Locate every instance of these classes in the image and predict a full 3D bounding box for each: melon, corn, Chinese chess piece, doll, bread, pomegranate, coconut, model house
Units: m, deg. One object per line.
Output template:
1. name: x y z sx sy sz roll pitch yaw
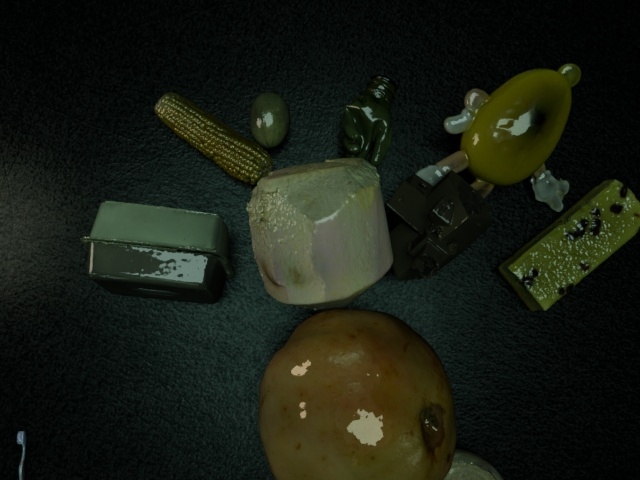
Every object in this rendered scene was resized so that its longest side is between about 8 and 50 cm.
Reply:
1. melon: -0.118 -0.280 1.133 0.098 0.098 0.130 1 90 -3
2. corn: -0.244 -0.235 1.127 0.320 0.097 0.097 35 84 3
3. Chinese chess piece: 0.295 0.589 1.069 0.250 0.103 0.249 0 83 -3
4. doll: 0.417 -0.191 1.127 0.424 0.161 0.347 -17 107 -4
5. bread: 0.605 0.006 1.148 0.361 0.077 0.138 -38 88 -5
6. pomegranate: 0.066 0.339 0.959 0.412 0.411 0.410 0 85 -3
7. coconut: 0.000 0.000 1.003 0.298 0.297 0.309 -10 104 -4
8. model house: 0.216 -0.020 1.004 0.204 0.243 0.211 40 124 -3

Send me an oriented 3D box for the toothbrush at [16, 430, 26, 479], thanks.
1. toothbrush: -0.663 0.520 1.074 0.019 0.013 0.193 -3 85 4

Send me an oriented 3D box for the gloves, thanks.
1. gloves: 0.108 -0.265 1.139 0.135 0.107 0.268 25 67 -8

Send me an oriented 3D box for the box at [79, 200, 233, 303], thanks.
1. box: -0.336 0.032 1.035 0.291 0.220 0.165 6 71 -2
